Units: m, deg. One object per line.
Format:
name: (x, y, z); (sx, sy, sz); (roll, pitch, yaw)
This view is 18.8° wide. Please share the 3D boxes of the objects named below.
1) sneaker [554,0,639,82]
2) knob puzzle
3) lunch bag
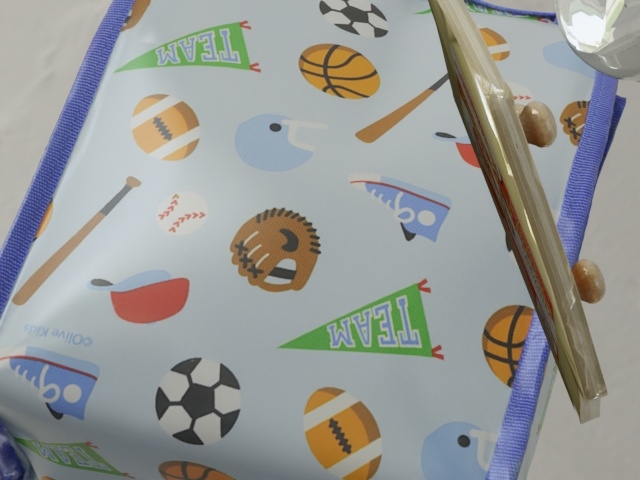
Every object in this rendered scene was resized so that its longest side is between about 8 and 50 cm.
sneaker: (0.100, -0.150, 0.542); (0.152, 0.114, 0.305); (2, -28, -10)
knob puzzle: (0.089, -0.025, 0.800); (0.030, 0.213, 0.213); (-20, -60, 3)
lunch bag: (0.000, 0.000, 1.181); (0.328, 0.385, 0.239); (14, -28, 5)
